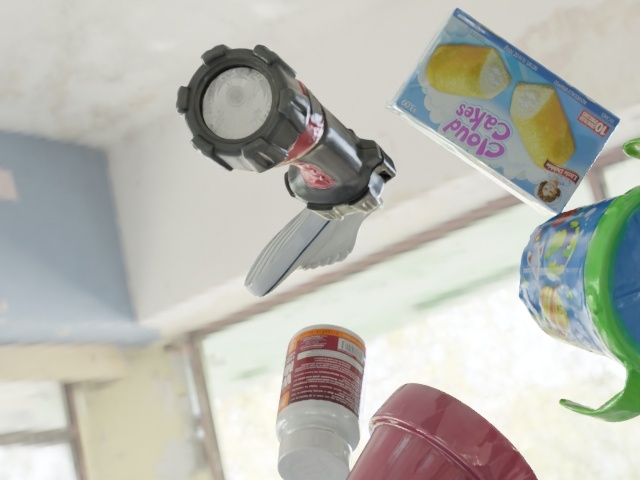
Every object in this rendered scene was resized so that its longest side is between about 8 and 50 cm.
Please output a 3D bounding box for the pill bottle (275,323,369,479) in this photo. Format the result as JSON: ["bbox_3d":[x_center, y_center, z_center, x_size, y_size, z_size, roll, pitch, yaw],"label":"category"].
[{"bbox_3d":[0.001,0.233,2.077,0.121,0.221,0.121,4,-45,4],"label":"pill bottle"}]

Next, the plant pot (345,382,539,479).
[{"bbox_3d":[0.102,0.280,1.543,0.180,0.201,0.201,-46,-3,-22],"label":"plant pot"}]

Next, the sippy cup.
[{"bbox_3d":[0.360,0.045,1.773,0.305,0.240,0.224,-40,16,-21],"label":"sippy cup"}]

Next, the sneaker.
[{"bbox_3d":[0.000,0.000,2.111,0.258,0.091,0.094,-47,14,-22],"label":"sneaker"}]

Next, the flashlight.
[{"bbox_3d":[-0.026,-0.081,1.302,0.103,0.103,0.304,-59,-19,-2],"label":"flashlight"}]

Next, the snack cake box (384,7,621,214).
[{"bbox_3d":[0.236,-0.166,1.943,0.264,0.152,0.089,33,-3,-7],"label":"snack cake box"}]
